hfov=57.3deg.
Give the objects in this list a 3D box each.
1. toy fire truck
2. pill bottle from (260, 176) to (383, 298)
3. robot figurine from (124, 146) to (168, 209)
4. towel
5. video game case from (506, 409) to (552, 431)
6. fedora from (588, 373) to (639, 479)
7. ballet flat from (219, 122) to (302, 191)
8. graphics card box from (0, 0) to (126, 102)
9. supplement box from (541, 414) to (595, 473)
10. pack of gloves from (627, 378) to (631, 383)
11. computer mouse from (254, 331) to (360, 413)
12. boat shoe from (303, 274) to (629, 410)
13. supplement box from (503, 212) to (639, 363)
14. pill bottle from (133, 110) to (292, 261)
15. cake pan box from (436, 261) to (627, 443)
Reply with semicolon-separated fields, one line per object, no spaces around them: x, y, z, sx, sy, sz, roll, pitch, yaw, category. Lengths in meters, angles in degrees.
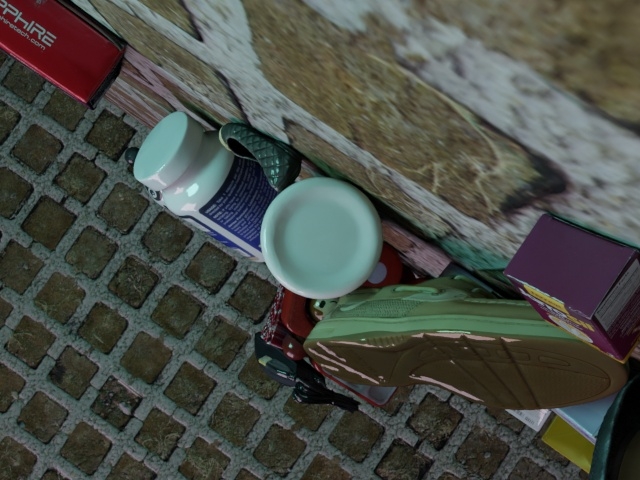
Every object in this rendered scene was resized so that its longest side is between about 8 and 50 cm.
0.064;0.132;1.034;0.302;0.253;0.169;35;177;-22;toy fire truck
0.000;0.000;0.721;0.131;0.131;0.229;34;178;0;pill bottle
-0.283;-0.139;1.238;0.278;0.209;0.173;-157;47;-80;robot figurine
-0.020;0.079;1.117;0.031;0.274;0.199;9;165;29;towel
0.360;0.256;1.129;0.201;0.023;0.183;33;141;27;video game case
0.328;0.239;0.384;0.334;0.334;0.153;35;142;-24;fedora
-0.083;-0.106;0.709;0.057;0.049;0.173;37;176;-40;ballet flat
-0.400;-0.289;0.819;0.233;0.094;0.371;35;179;-23;graphics card box
0.535;0.373;1.026;0.194;0.129;0.191;36;177;-39;supplement box
0.443;0.245;0.711;0.232;0.046;0.195;32;178;32;pack of gloves
-0.067;0.235;1.045;0.262;0.060;0.184;29;176;42;computer mouse
0.125;0.082;0.582;0.341;0.110;0.121;-5;133;45;boat shoe
0.148;0.028;0.327;0.055;0.043;0.083;34;178;46;supplement box
-0.159;-0.083;0.956;0.265;0.153;0.153;36;177;-41;pill bottle
0.266;0.152;0.701;0.246;0.070;0.267;38;180;41;cake pan box
